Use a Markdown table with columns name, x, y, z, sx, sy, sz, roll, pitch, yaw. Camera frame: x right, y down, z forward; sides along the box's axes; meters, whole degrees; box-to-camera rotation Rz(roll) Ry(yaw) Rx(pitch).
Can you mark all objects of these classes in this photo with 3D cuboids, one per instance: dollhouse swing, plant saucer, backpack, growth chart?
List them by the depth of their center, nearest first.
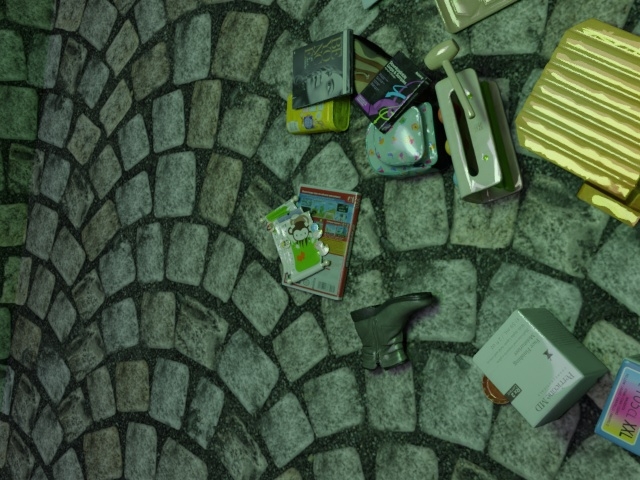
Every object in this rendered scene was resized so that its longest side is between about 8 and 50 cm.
| name | x | y | z | sx | sy | sz | roll | pitch | yaw |
| --- | --- | --- | --- | --- | --- | --- | --- | --- | --- |
| dollhouse swing | 0.542 | -0.259 | 1.342 | 0.305 | 0.315 | 0.347 | 32 | 107 | 15 |
| plant saucer | 0.395 | 0.316 | 1.561 | 0.083 | 0.013 | 0.084 | -5 | 81 | 38 |
| backpack | 0.198 | -0.231 | 1.694 | 0.188 | 0.144 | 0.166 | -13 | 81 | 39 |
| growth chart | -0.067 | -0.003 | 1.928 | 0.172 | 0.021 | 0.237 | -37 | 65 | 29 |

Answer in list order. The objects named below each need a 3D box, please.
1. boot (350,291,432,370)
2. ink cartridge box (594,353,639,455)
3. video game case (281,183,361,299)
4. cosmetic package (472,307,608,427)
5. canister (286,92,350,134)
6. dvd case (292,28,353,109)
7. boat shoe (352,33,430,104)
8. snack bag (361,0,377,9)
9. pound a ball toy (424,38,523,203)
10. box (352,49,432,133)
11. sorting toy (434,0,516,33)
| name | x | y | z | sx | sy | sz | roll | pitch | yaw |
| --- | --- | --- | --- | --- | --- | --- | --- | --- | --- |
| boot | 0.186 | 0.221 | 1.709 | 0.246 | 0.083 | 0.161 | -24 | 78 | 40 |
| ink cartridge box | 0.696 | 0.326 | 1.154 | 0.395 | 0.270 | 0.151 | 22 | 101 | 38 |
| video game case | 0.000 | 0.000 | 1.903 | 0.204 | 0.025 | 0.285 | 12 | 94 | 39 |
| cosmetic package | 0.444 | 0.253 | 1.440 | 0.184 | 0.151 | 0.151 | 49 | 116 | 31 |
| canister | -0.009 | -0.351 | 1.916 | 0.169 | 0.073 | 0.126 | 1 | 86 | 40 |
| dvd case | 0.002 | -0.439 | 1.838 | 0.221 | 0.018 | 0.165 | -4 | 83 | 47 |
| boat shoe | 0.145 | -0.409 | 1.780 | 0.324 | 0.122 | 0.120 | 47 | 119 | 41 |
| snack bag | 0.189 | -0.805 | 1.780 | 0.342 | 0.037 | 0.323 | -24 | 76 | 44 |
| pound a ball toy | 0.312 | -0.252 | 1.562 | 0.135 | 0.208 | 0.319 | -21 | 73 | 35 |
| box | 0.163 | -0.343 | 1.635 | 0.162 | 0.029 | 0.116 | -46 | 57 | 14 |
| sorting toy | 0.355 | -0.610 | 1.643 | 0.208 | 0.038 | 0.193 | -21 | 95 | 33 |
